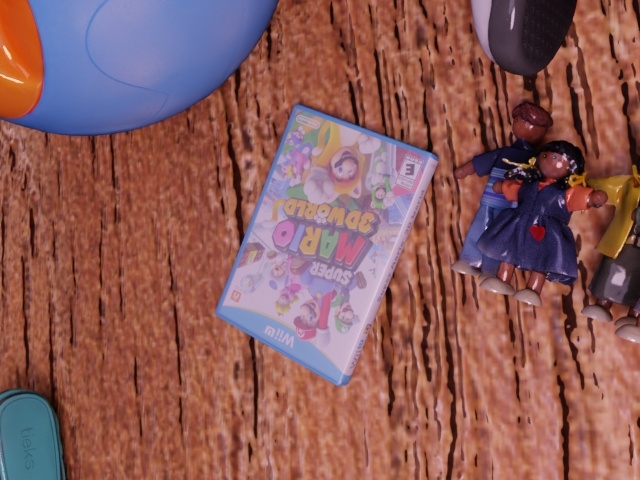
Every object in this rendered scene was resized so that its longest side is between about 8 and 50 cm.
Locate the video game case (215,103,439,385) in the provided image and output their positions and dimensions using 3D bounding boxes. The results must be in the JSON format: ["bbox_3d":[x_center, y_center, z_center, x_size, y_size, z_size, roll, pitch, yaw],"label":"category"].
[{"bbox_3d":[0.000,0.000,0.579,0.119,0.015,0.166,25,97,31],"label":"video game case"}]

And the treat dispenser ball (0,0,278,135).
[{"bbox_3d":[-0.161,-0.214,0.544,0.288,0.288,0.288,-4,82,31],"label":"treat dispenser ball"}]

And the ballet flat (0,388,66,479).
[{"bbox_3d":[-0.235,0.244,0.663,0.087,0.083,0.248,-29,68,51],"label":"ballet flat"}]

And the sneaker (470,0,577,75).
[{"bbox_3d":[0.087,-0.229,0.515,0.144,0.090,0.270,4,83,32],"label":"sneaker"}]

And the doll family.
[{"bbox_3d":[0.146,-0.016,0.460,0.193,0.076,0.112,19,98,34],"label":"doll family"}]
